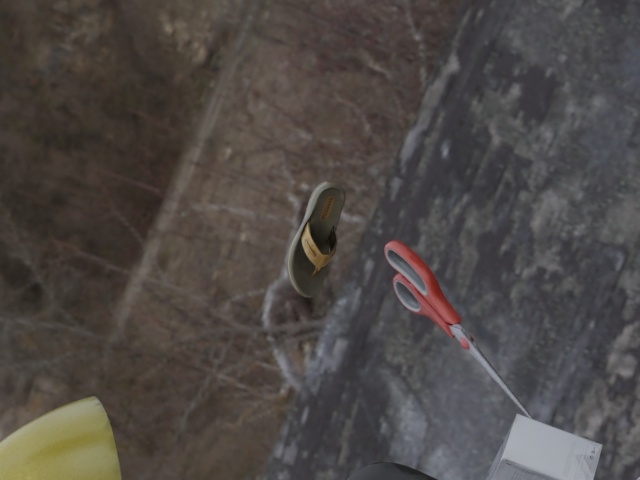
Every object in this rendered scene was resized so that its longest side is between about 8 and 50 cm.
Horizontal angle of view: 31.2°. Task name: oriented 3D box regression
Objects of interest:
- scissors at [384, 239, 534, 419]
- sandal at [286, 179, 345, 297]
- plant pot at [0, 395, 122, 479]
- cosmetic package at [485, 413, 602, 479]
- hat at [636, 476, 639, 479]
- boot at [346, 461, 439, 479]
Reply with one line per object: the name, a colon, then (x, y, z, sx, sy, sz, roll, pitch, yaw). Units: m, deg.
scissors: (0.169, 0.108, 1.417, 0.297, 0.021, 0.109, 46, 154, 40)
sandal: (0.000, 0.000, 1.711, 0.049, 0.072, 0.180, 28, 101, 55)
plant pot: (-0.223, 0.202, 0.940, 0.134, 0.095, 0.134, 174, 90, -67)
cosmetic package: (0.244, 0.270, 1.306, 0.239, 0.099, 0.060, 90, -160, -65)
hat: (0.113, 0.221, 0.584, 0.184, 0.208, 0.173, -21, 78, 17)
boot: (0.151, 0.317, 1.061, 0.305, 0.112, 0.115, 23, 132, 41)
